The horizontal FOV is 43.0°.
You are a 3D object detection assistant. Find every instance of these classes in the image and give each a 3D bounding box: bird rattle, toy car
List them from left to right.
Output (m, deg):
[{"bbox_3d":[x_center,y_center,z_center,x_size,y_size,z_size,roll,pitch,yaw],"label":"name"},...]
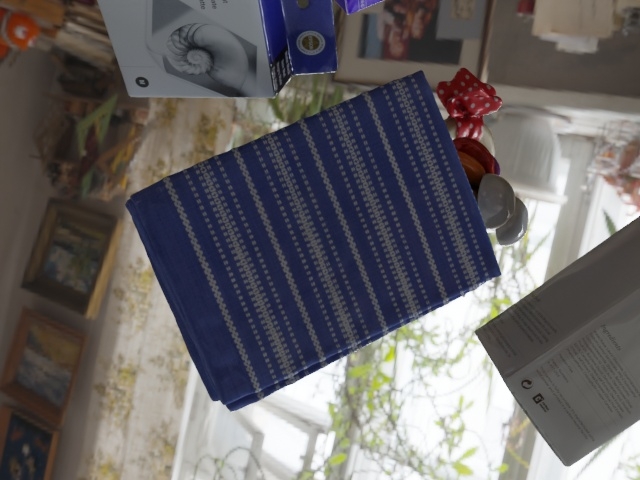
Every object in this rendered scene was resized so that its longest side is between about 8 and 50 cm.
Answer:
[{"bbox_3d":[0.223,-0.157,1.403,0.143,0.253,0.207,29,167,47],"label":"bird rattle"},{"bbox_3d":[0.201,-0.070,1.131,0.159,0.136,0.182,2,165,28],"label":"toy car"}]

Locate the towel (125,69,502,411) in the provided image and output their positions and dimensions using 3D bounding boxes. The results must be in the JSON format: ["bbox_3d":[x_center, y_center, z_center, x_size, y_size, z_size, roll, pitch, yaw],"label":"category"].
[{"bbox_3d":[0.000,0.000,0.832,0.336,0.243,0.040,-25,-171,-10],"label":"towel"}]

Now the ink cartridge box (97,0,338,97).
[{"bbox_3d":[-0.102,-0.233,0.776,0.224,0.045,0.223,0,139,8],"label":"ink cartridge box"}]

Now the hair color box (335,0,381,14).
[{"bbox_3d":[0.149,-0.550,1.469,0.185,0.338,0.110,56,167,38],"label":"hair color box"}]

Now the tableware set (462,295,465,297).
[{"bbox_3d":[0.231,0.046,1.520,0.128,0.039,0.194,55,172,16],"label":"tableware set"}]

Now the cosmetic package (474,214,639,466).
[{"bbox_3d":[0.400,0.096,1.040,0.155,0.365,0.197,54,-172,-9],"label":"cosmetic package"}]
